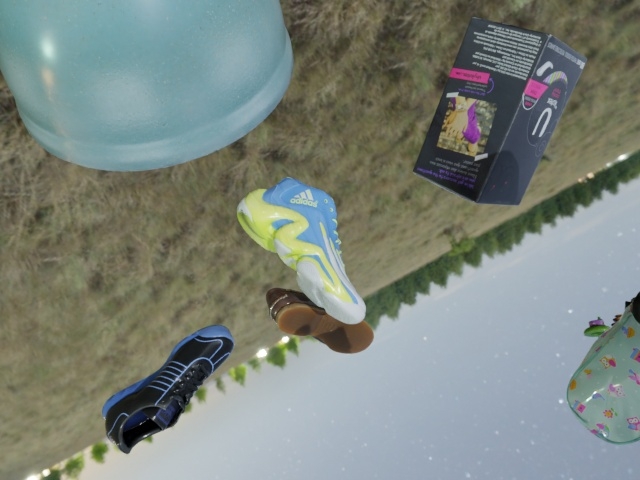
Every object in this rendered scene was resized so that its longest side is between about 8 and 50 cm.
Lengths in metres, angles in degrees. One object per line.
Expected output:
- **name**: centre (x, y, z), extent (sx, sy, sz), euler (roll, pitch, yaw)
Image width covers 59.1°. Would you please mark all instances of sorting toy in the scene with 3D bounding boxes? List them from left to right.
- **sorting toy**: centre (0.547, 0.160, 1.075), extent (0.102, 0.042, 0.061), euler (2, 156, -7)

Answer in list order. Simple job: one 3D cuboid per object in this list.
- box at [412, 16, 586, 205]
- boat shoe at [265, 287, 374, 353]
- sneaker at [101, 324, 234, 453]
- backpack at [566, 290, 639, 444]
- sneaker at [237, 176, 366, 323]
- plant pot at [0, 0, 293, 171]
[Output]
- **box**: centre (0.296, -0.207, 0.944), extent (0.165, 0.143, 0.270), euler (-2, 118, -46)
- **boat shoe**: centre (0.002, 0.125, 0.917), extent (0.207, 0.073, 0.073), euler (29, 101, -38)
- **sneaker**: centre (-0.219, 0.227, 0.860), extent (0.232, 0.081, 0.090), euler (-38, -143, -12)
- **backpack**: centre (0.396, 0.166, 0.705), extent (0.115, 0.152, 0.182), euler (0, 131, -44)
- **sneaker**: centre (0.000, 0.000, 0.796), extent (0.126, 0.240, 0.091), euler (-42, 174, -20)
- **plant pot**: centre (-0.180, -0.238, 0.532), extent (0.293, 0.293, 0.196), euler (-27, 148, -15)
